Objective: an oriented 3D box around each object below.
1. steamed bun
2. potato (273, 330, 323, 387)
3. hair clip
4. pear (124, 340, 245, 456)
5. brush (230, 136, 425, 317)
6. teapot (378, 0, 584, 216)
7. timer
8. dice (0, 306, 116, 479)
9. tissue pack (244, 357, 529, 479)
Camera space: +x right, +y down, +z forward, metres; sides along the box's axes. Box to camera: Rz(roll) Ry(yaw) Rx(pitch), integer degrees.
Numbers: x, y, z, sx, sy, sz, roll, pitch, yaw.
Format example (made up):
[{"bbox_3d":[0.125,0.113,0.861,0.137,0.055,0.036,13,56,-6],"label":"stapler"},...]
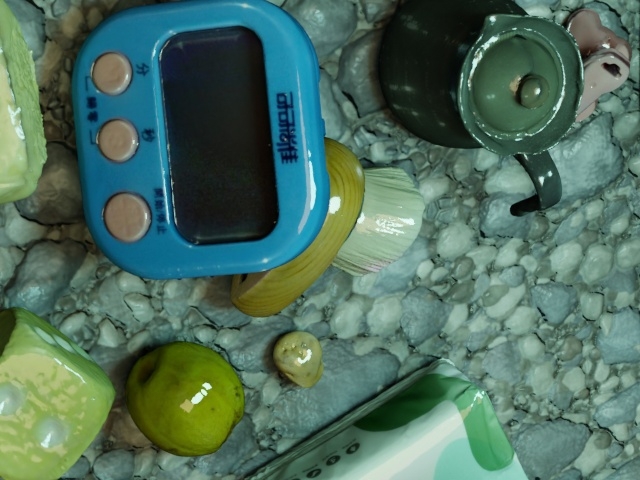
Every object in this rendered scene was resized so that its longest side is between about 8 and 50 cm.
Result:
[{"bbox_3d":[-0.453,-0.170,1.618,0.232,0.166,0.273,-12,103,-2],"label":"steamed bun"},{"bbox_3d":[-0.028,0.167,1.907,0.068,0.062,0.083,-23,133,4],"label":"potato"},{"bbox_3d":[0.374,-0.242,1.940,0.123,0.102,0.138,29,127,-21],"label":"hair clip"},{"bbox_3d":[-0.177,0.213,1.819,0.162,0.149,0.149,38,90,-20],"label":"pear"},{"bbox_3d":[0.000,0.000,1.816,0.166,0.174,0.267,25,104,-32],"label":"brush"},{"bbox_3d":[0.214,-0.175,1.766,0.223,0.285,0.305,3,103,-19],"label":"teapot"},{"bbox_3d":[-0.146,-0.124,1.680,0.309,0.115,0.340,-5,92,15],"label":"timer"},{"bbox_3d":[-0.377,0.200,1.737,0.169,0.166,0.169,42,89,-23],"label":"dice"},{"bbox_3d":[0.111,0.368,1.930,0.356,0.194,0.266,-32,113,-7],"label":"tissue pack"}]
